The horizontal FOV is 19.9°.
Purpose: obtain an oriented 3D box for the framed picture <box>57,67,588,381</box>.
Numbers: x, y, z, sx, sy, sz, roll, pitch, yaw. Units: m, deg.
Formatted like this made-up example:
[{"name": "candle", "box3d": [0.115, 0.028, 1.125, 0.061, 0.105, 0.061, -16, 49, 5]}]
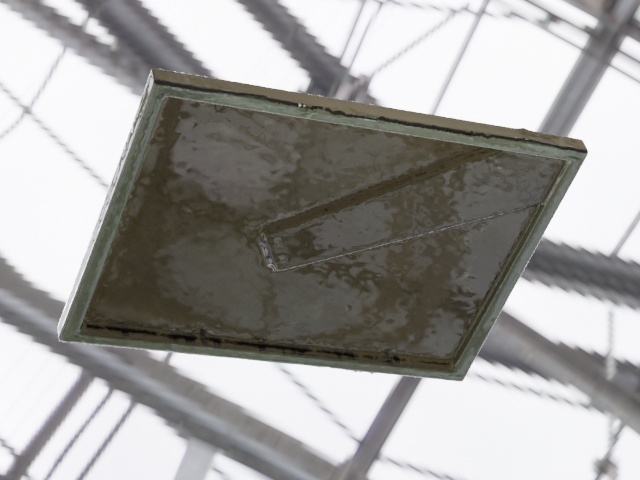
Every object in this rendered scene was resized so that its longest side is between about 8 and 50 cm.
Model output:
[{"name": "framed picture", "box3d": [0.000, 0.000, 0.984, 0.250, 0.184, 0.016, 6, -140, -22]}]
